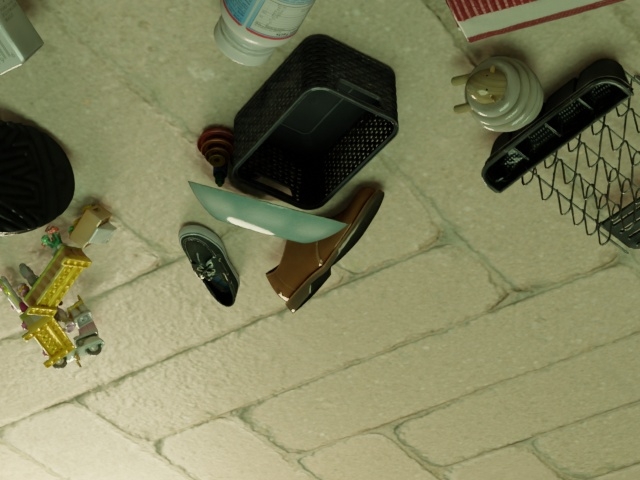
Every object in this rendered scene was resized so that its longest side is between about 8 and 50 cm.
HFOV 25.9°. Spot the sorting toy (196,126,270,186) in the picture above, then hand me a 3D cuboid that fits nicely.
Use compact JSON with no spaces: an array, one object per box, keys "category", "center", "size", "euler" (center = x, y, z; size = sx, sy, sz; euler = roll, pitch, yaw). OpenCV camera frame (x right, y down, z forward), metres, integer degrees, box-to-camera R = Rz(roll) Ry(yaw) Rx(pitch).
[{"category":"sorting toy","center":[-0.104,-0.091,1.634],"size":[0.102,0.042,0.061],"euler":[28,133,-31]}]

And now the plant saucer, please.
[{"category":"plant saucer","center":[-0.065,-0.028,1.622],"size":[0.195,0.037,0.195],"euler":[15,180,0]}]

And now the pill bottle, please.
[{"category":"pill bottle","center":[-0.048,-0.252,1.401],"size":[0.087,0.087,0.160],"euler":[16,139,-20]}]

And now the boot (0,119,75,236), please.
[{"category":"boot","center":[-0.486,-0.043,1.601],"size":[0.348,0.131,0.260],"euler":[-9,176,-39]}]

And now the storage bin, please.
[{"category":"storage bin","center":[-0.007,-0.129,1.558],"size":[0.122,0.084,0.180],"euler":[22,136,-27]}]

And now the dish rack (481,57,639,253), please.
[{"category":"dish rack","center":[0.348,-0.080,1.614],"size":[0.271,0.074,0.208],"euler":[34,132,-22]}]

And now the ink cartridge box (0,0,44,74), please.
[{"category":"ink cartridge box","center":[-0.463,-0.240,1.432],"size":[0.275,0.060,0.239],"euler":[-21,112,23]}]

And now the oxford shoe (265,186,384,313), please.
[{"category":"oxford shoe","center":[0.000,0.000,1.735],"size":[0.076,0.076,0.212],"euler":[45,121,6]}]

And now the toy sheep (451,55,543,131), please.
[{"category":"toy sheep","center":[0.200,-0.159,1.528],"size":[0.091,0.091,0.132],"euler":[-29,162,30]}]

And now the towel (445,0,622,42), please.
[{"category":"towel","center":[0.211,-0.339,1.344],"size":[0.237,0.037,0.329],"euler":[-13,141,12]}]

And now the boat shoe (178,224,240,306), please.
[{"category":"boat shoe","center":[-0.140,0.033,1.788],"size":[0.049,0.040,0.142],"euler":[-15,139,16]}]

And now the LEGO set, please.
[{"category":"LEGO set","center":[-0.348,0.051,1.789],"size":[0.132,0.107,0.287],"euler":[-23,145,-30]}]
